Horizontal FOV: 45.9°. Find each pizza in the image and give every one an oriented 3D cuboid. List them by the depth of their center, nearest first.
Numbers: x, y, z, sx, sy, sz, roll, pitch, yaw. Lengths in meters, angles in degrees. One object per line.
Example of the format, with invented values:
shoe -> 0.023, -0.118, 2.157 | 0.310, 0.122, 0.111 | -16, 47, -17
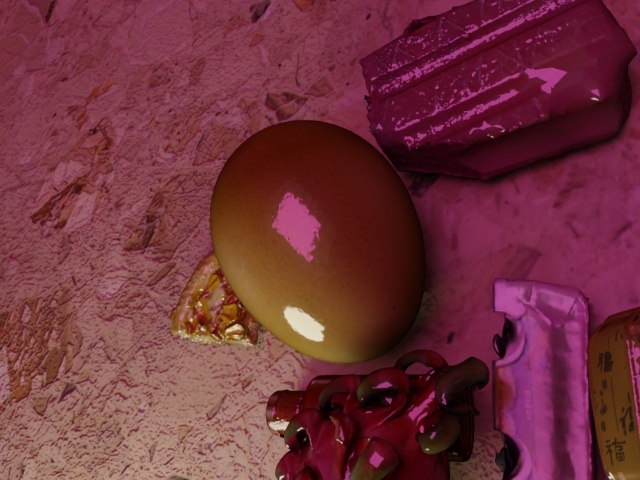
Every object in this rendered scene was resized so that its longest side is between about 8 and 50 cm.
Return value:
pizza -> -0.140, 0.094, 1.100 | 0.182, 0.062, 0.161 | -45, 63, 7

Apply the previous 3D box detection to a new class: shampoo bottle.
shampoo bottle -> 0.056, 0.217, 0.940 | 0.260, 0.064, 0.102 | -5, 79, 29

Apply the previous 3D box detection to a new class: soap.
soap -> 0.220, -0.199, 0.956 | 0.325, 0.127, 0.220 | -21, 64, 21

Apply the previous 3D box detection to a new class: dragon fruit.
dragon fruit -> 0.053, 0.235, 0.801 | 0.218, 0.199, 0.272 | -127, 43, -70

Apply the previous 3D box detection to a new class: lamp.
lamp -> 0.348, 0.159, 0.743 | 0.161, 0.161, 0.184 | -13, 66, 26

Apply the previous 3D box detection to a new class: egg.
egg -> 0.000, 0.000, 0.938 | 0.250, 0.250, 0.322 | -38, 65, 13

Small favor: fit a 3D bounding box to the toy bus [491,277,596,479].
toy bus -> 0.242, 0.179, 0.833 | 0.112, 0.090, 0.273 | -3, 71, 22
